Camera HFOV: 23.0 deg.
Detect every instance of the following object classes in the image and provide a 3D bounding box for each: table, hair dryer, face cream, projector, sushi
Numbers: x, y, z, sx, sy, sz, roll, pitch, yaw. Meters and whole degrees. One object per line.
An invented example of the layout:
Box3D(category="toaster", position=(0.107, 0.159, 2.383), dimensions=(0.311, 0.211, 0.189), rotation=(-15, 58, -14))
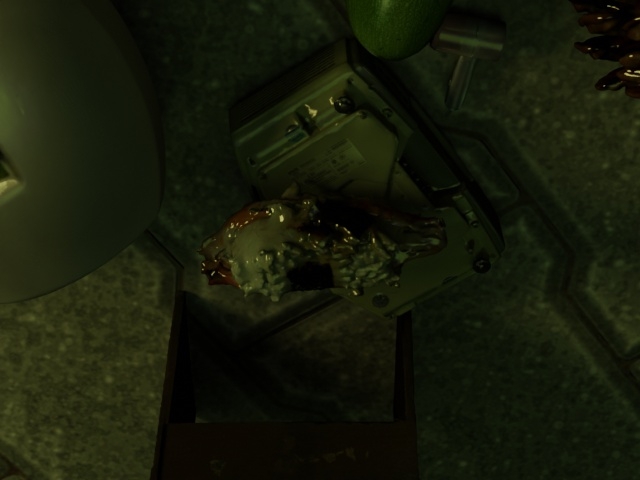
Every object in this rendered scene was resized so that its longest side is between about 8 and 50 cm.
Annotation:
Box3D(category="table", position=(-0.029, 0.207, 1.551), dimensions=(0.250, 0.282, 0.196), rotation=(-2, 128, 1))
Box3D(category="hair dryer", position=(0.124, -0.155, 1.426), dimensions=(0.063, 0.037, 0.114), rotation=(9, 135, -5))
Box3D(category="face cream", position=(-0.308, -0.129, 1.326), dimensions=(0.312, 0.219, 0.357), rotation=(-19, 123, 19))
Box3D(category="projector", position=(0.032, -0.041, 1.479), dimensions=(0.193, 0.088, 0.269), rotation=(-30, 122, 18))
Box3D(category="sushi", position=(0.000, 0.000, 1.394), dimensions=(0.226, 0.103, 0.097), rotation=(-8, 111, 1))

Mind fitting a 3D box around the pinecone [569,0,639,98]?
Box3D(category="pinecone", position=(0.302, -0.223, 1.259), dimensions=(0.224, 0.224, 0.273), rotation=(-21, 102, 16))

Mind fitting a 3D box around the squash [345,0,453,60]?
Box3D(category="squash", position=(0.098, -0.305, 1.261), dimensions=(0.107, 0.107, 0.395), rotation=(14, 128, -11))
